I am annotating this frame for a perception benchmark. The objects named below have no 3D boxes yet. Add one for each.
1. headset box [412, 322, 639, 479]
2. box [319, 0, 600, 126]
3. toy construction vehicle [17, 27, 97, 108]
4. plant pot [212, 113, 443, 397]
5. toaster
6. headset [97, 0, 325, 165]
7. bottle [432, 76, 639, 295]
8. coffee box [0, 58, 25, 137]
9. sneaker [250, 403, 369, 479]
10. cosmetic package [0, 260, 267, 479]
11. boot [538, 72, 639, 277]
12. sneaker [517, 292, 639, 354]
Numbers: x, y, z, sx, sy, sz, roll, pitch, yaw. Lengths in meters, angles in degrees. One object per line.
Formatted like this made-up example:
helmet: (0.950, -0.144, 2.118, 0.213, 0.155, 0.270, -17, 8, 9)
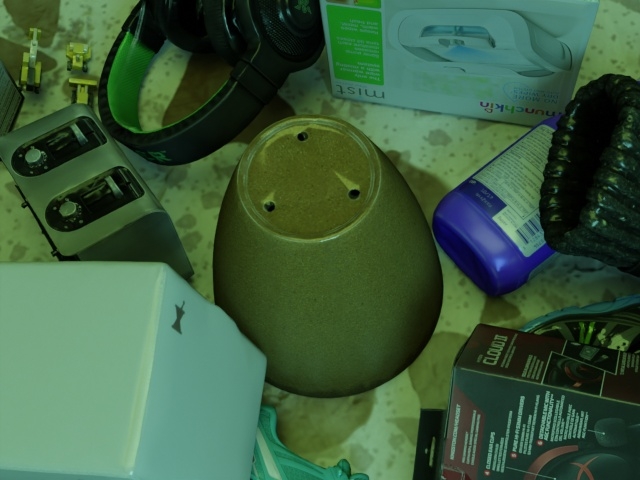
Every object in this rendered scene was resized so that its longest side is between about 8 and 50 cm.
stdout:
headset box: (0.218, 0.202, 0.807, 0.293, 0.110, 0.218, 9, 108, 18)
box: (0.141, -0.238, 1.012, 0.262, 0.231, 0.126, 10, 67, 8)
toy construction vehicle: (-0.295, -0.193, 1.120, 0.086, 0.035, 0.098, 7, 62, -15)
plant pot: (0.000, 0.000, 0.908, 0.237, 0.254, 0.237, -1, 68, 3)
toaster: (-0.220, -0.018, 0.983, 0.110, 0.185, 0.168, -32, 60, -12)
headset: (-0.107, -0.271, 1.036, 0.243, 0.185, 0.394, 29, 84, 45)
bottle: (0.249, -0.066, 1.004, 0.283, 0.092, 0.118, -38, 69, -12)
coffee box: (-0.425, -0.185, 1.023, 0.141, 0.246, 0.098, 10, 67, 8)
sneaker: (0.010, 0.252, 0.884, 0.275, 0.107, 0.110, 39, 66, 18)
cosmetic package: (-0.301, 0.130, 0.844, 0.454, 0.230, 0.161, -1, 66, 18)
boot: (0.322, 0.040, 0.866, 0.260, 0.131, 0.347, 22, 51, -28)
sneaker: (0.252, 0.106, 0.943, 0.188, 0.067, 0.078, -14, 60, -5)
